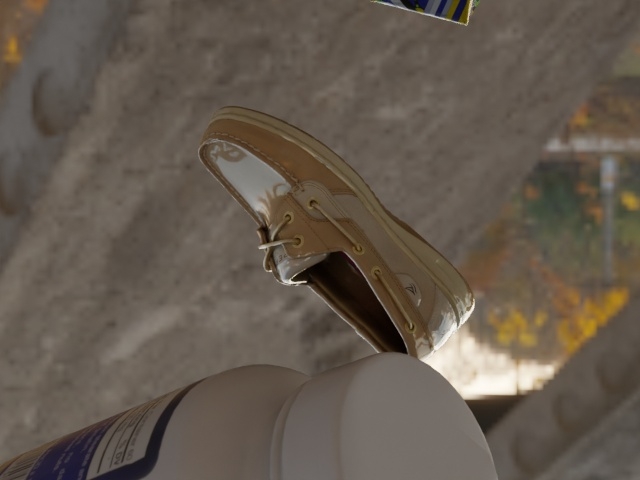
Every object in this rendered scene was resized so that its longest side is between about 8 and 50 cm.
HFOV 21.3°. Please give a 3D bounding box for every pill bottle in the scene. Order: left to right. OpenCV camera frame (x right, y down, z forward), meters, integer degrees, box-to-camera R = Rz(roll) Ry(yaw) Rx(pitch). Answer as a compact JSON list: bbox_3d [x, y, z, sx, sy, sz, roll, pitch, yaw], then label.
[{"bbox_3d":[-0.035,0.106,0.599,0.187,0.112,0.112,-24,166,37],"label":"pill bottle"}]

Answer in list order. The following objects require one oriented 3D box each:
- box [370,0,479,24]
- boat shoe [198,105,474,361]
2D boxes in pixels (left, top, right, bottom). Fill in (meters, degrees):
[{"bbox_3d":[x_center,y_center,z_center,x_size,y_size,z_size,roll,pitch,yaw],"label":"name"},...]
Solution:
[{"bbox_3d":[0.067,-0.202,0.903,0.059,0.169,0.054,16,-136,13],"label":"box"},{"bbox_3d":[0.000,0.000,0.873,0.170,0.059,0.063,39,149,2],"label":"boat shoe"}]
